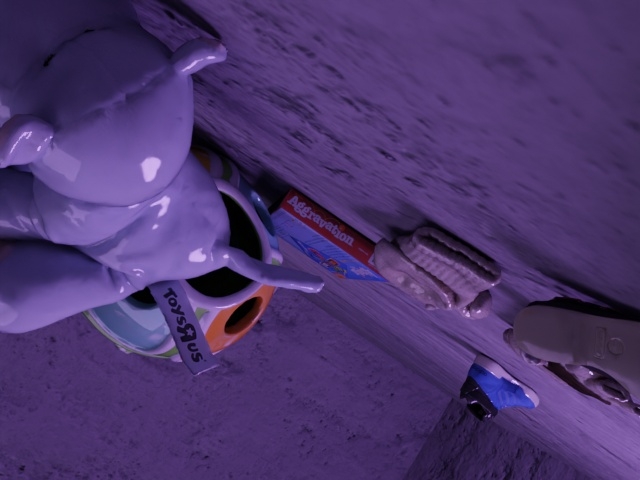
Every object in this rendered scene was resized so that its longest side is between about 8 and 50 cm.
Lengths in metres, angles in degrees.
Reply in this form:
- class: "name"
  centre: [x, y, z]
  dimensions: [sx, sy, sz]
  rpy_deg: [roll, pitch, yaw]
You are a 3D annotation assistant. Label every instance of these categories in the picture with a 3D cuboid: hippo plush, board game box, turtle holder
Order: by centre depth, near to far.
- class: "hippo plush"
  centre: [-0.172, -0.045, 0.506]
  dimensions: [0.294, 0.234, 0.236]
  rpy_deg: [51, 166, 14]
- class: "turtle holder"
  centre: [-0.165, -0.021, 0.842]
  dimensions: [0.244, 0.320, 0.227]
  rpy_deg: [-4, 177, -29]
- class: "board game box"
  centre: [0.000, 0.000, 0.906]
  dimensions: [0.145, 0.027, 0.281]
  rpy_deg: [36, 173, -7]

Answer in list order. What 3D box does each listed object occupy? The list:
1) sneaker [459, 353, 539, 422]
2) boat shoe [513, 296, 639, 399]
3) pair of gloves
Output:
- class: "sneaker"
  centre: [0.269, 0.242, 1.126]
  dimensions: [0.152, 0.084, 0.058]
  rpy_deg: [38, 172, -35]
- class: "boat shoe"
  centre: [0.190, 0.067, 0.460]
  dimensions: [0.133, 0.048, 0.042]
  rpy_deg: [17, -162, 36]
- class: "pair of gloves"
  centre: [0.151, 0.069, 0.641]
  dimensions: [0.240, 0.042, 0.204]
  rpy_deg: [34, 173, -4]
